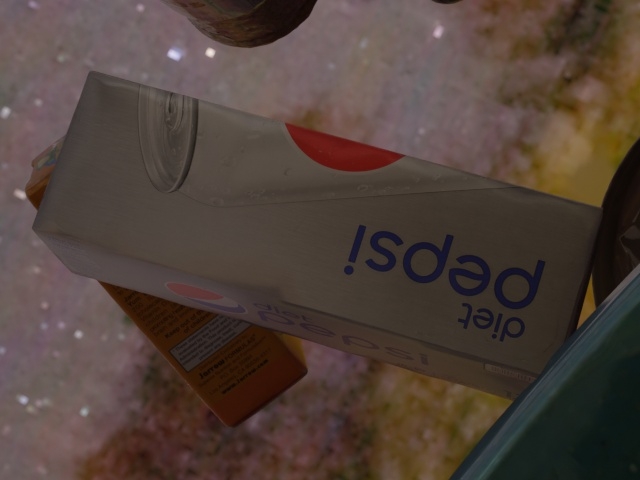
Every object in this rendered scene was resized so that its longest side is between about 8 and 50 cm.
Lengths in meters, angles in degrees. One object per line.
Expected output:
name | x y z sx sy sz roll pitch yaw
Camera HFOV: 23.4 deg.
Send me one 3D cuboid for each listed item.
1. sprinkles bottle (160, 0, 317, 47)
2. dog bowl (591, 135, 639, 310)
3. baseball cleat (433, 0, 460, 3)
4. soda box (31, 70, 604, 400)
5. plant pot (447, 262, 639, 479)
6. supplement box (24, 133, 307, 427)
sprinkles bottle | -0.094 -0.219 1.009 0.121 0.121 0.355 -63 -15 2
dog bowl | 0.401 0.022 1.245 0.348 0.349 0.102 -66 -16 17
baseball cleat | 0.124 -0.157 0.767 0.072 0.109 0.206 -11 -20 -39
soda box | 0.000 0.000 0.828 0.091 0.286 0.098 70 -142 -73
plant pot | 0.196 0.131 0.192 0.341 0.334 0.341 -46 3 3
supplement box | -0.108 0.020 1.105 0.080 0.233 0.078 -38 20 8
